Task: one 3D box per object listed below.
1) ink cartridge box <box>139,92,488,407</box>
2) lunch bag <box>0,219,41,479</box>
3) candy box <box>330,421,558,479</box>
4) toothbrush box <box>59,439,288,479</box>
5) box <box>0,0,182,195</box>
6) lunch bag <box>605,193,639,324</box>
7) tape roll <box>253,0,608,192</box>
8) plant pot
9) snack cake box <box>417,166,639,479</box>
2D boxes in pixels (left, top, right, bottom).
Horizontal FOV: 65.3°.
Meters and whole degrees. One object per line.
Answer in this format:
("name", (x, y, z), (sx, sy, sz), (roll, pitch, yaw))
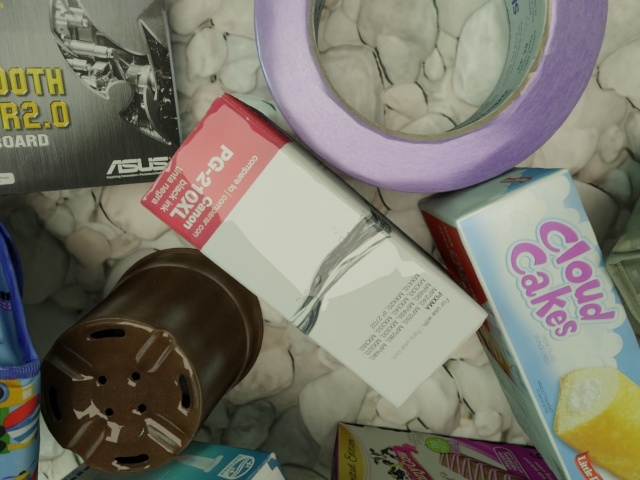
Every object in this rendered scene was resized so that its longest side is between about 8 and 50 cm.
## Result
("ink cartridge box", (0.000, 0.000, 0.418), (0.237, 0.172, 0.100), (40, 99, -5))
("lunch bag", (-0.308, 0.102, 0.402), (0.138, 0.293, 0.221), (1, 117, -31))
("candy box", (0.126, 0.250, 0.462), (0.233, 0.159, 0.071), (6, 98, 0))
("toothbrush box", (-0.111, 0.291, 0.415), (0.295, 0.126, 0.217), (-18, 103, 49))
("box", (-0.241, -0.131, 0.414), (0.230, 0.056, 0.183), (-8, 100, -26))
("lunch bag", (0.372, 0.049, 0.376), (0.235, 0.168, 0.287), (-45, 109, -33))
("tape roll", (0.085, -0.181, 0.428), (0.274, 0.090, 0.275), (0, 100, 1))
("plant pot", (-0.145, 0.104, 0.445), (0.166, 0.165, 0.167), (0, 100, 2))
("snack cake box", (0.188, 0.072, 0.434), (0.089, 0.152, 0.265), (-25, 98, 6))
